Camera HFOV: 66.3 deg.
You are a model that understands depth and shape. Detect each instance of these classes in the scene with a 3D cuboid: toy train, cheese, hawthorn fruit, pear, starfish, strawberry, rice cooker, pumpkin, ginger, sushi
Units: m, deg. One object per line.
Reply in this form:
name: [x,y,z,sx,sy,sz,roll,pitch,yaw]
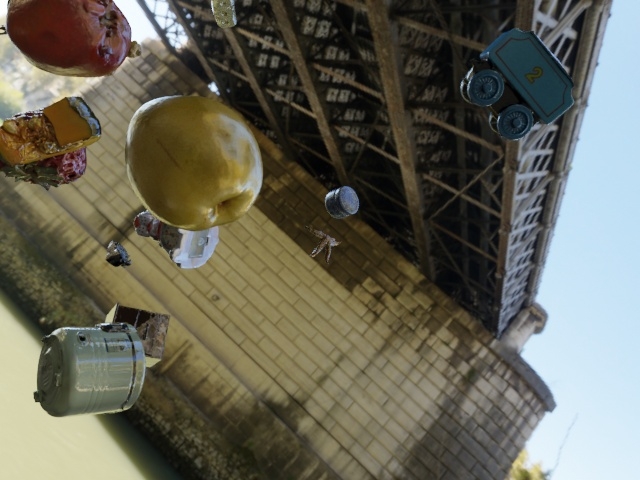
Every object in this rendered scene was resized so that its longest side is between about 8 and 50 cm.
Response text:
toy train: [0.592,-0.476,1.498,0.300,0.265,0.188,46,18,-8]
cheese: [-0.271,-0.655,1.368,0.194,0.064,0.043,160,-74,-84]
hawthorn fruit: [-0.565,-0.450,1.041,0.211,0.299,0.211,-6,90,-88]
pear: [-0.282,-0.175,1.108,0.314,0.314,0.314,41,-13,12]
starfish: [0.003,-0.001,1.484,0.041,0.133,0.130,-25,-66,39]
strawberry: [-1.010,-0.378,1.814,0.317,0.345,0.295,-6,-33,20]
rice cooker: [-0.559,0.317,1.216,0.244,0.226,0.226,9,14,-42]
pumpkin: [-0.807,-0.334,1.480,0.190,0.280,0.139,-16,-74,32]
ginger: [-0.566,-0.494,1.331,0.165,0.096,0.067,-6,-15,14]
sushi: [-0.735,0.055,1.784,0.083,0.056,0.085,54,-1,45]

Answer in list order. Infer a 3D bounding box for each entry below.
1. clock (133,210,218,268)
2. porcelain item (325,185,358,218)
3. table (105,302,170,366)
clock: [-0.469,-0.038,1.541,0.253,0.189,0.189,23,-22,28]
porcelain item: [0.110,-0.189,2.422,0.114,0.147,0.147,-21,-62,45]
table: [-0.662,0.341,1.744,0.193,0.169,0.172,19,-32,-28]
